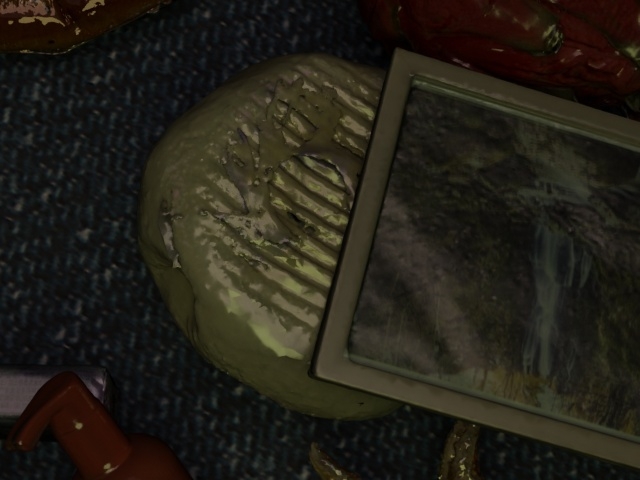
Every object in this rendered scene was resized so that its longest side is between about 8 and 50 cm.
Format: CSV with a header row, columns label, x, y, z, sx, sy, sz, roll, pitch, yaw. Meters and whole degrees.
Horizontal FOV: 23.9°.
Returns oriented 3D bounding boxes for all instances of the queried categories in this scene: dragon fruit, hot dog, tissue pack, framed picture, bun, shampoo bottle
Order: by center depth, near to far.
label,x,y,z,sx,sy,sz,roll,pitch,yaw
shampoo bottle,-0.115,0.188,1.008,0.085,0.085,0.244,-38,116,-11
framed picture,0.173,0.023,1.010,0.324,0.020,0.241,18,74,-6
tissue pack,-0.222,0.114,1.065,0.156,0.112,0.051,2,77,-2
bun,-0.001,-0.005,1.082,0.272,0.168,0.273,5,71,-14
dragon fruit,0.154,-0.205,1.095,0.298,0.244,0.244,31,76,22
hot dog,-0.217,-0.213,1.164,0.267,0.075,0.144,-13,75,-8

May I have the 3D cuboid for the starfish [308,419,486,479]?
label,x,y,z,sx,sy,sz,roll,pitch,yaw
starfish,0.074,0.263,1.057,0.301,0.084,0.293,-35,87,8
